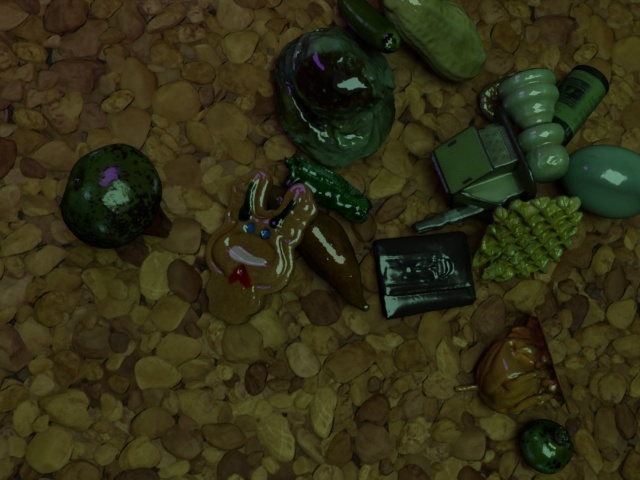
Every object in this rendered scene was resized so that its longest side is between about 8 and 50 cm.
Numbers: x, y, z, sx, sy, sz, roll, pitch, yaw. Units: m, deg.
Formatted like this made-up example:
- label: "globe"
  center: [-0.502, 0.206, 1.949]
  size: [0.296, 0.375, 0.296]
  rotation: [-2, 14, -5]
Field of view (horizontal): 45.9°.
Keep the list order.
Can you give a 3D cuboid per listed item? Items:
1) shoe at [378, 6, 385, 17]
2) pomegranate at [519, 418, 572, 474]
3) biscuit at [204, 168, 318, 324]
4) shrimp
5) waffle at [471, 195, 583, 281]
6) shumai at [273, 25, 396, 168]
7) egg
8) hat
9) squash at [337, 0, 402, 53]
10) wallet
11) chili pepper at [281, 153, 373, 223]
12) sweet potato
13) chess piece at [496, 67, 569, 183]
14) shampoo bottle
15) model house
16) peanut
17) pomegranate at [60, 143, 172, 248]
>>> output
- label: "shoe"
  center: [0.184, -0.529, 1.741]
  size: [0.100, 0.071, 0.168]
  rotation: [12, 82, -18]
- label: "pomegranate"
  center: [0.514, 0.455, 1.690]
  size: [0.122, 0.161, 0.122]
  rotation: [7, 61, -13]
- label: "biscuit"
  center: [-0.140, 0.017, 1.589]
  size: [0.202, 0.047, 0.333]
  rotation: [24, 93, 16]
- label: "shrimp"
  center: [0.475, -0.341, 1.797]
  size: [0.217, 0.051, 0.115]
  rotation: [-21, 96, -14]
- label: "waffle"
  center: [0.461, 0.000, 1.687]
  size: [0.250, 0.261, 0.056]
  rotation: [-5, 43, -21]
- label: "shumai"
  center: [0.056, -0.337, 1.592]
  size: [0.304, 0.263, 0.309]
  rotation: [-42, 93, -13]
- label: "egg"
  center: [0.671, -0.138, 1.762]
  size: [0.231, 0.168, 0.167]
  rotation: [16, 82, -9]
- label: "hat"
  center: [0.410, 0.296, 1.698]
  size: [0.233, 0.233, 0.244]
  rotation: [-18, 77, 13]
- label: "squash"
  center: [0.105, -0.471, 1.648]
  size: [0.080, 0.318, 0.071]
  rotation: [24, 115, -37]
- label: "wallet"
  center: [0.238, 0.075, 1.712]
  size: [0.229, 0.049, 0.181]
  rotation: [-7, 84, -14]
- label: "chili pepper"
  center: [0.011, -0.113, 1.669]
  size: [0.224, 0.061, 0.098]
  rotation: [28, 58, -4]
- label: "sweet potato"
  center: [0.004, 0.004, 1.636]
  size: [0.112, 0.112, 0.359]
  rotation: [-35, 91, -13]
- label: "chess piece"
  center: [0.482, -0.246, 1.676]
  size: [0.133, 0.133, 0.243]
  rotation: [-7, 75, -13]
- label: "shampoo bottle"
  center: [0.564, -0.283, 1.785]
  size: [0.101, 0.101, 0.283]
  rotation: [41, 79, -6]
- label: "model house"
  center: [0.312, -0.141, 1.690]
  size: [0.279, 0.205, 0.218]
  rotation: [-19, 72, 4]
- label: "peanut"
  center: [0.252, -0.480, 1.689]
  size: [0.319, 0.148, 0.147]
  rotation: [35, 78, -29]
- label: "pomegranate"
  center: [-0.396, -0.071, 1.528]
  size: [0.248, 0.214, 0.214]
  rotation: [39, 76, -45]
